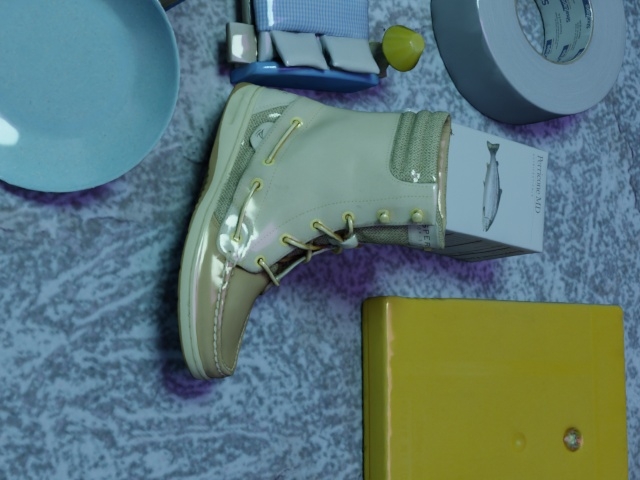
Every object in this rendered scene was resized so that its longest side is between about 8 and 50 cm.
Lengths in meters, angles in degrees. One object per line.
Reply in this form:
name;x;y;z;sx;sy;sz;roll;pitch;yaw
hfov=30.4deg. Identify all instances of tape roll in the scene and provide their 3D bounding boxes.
tape roll;0.221;-0.233;1.238;0.219;0.072;0.219;5;81;-34

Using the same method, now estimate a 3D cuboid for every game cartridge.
game cartridge;0.181;0.201;1.177;0.324;0.053;0.285;4;82;-32

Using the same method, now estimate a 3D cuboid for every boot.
boot;0.000;0.000;0.979;0.204;0.095;0.261;8;70;11

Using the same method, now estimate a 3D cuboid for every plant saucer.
plant saucer;-0.204;-0.134;0.906;0.195;0.037;0.194;-1;109;-2

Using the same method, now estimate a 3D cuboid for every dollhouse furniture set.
dollhouse furniture set;-0.021;-0.291;0.998;0.303;0.198;0.286;2;83;-36

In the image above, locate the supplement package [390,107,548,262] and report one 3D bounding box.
supplement package;0.115;-0.048;1.121;0.179;0.105;0.105;12;77;-34
